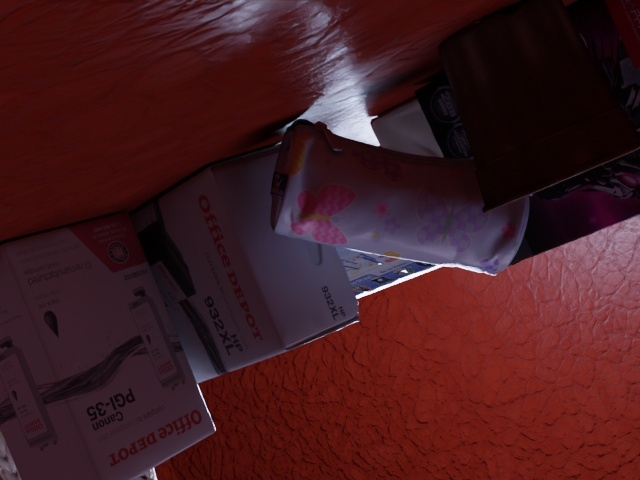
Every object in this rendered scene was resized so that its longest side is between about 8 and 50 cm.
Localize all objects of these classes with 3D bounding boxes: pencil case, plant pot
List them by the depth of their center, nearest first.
[{"bbox_3d":[0.199,-0.132,1.036,0.167,0.165,0.167,-24,179,0],"label":"plant pot"},{"bbox_3d":[0.080,-0.044,1.147,0.273,0.124,0.113,12,-175,-8],"label":"pencil case"}]

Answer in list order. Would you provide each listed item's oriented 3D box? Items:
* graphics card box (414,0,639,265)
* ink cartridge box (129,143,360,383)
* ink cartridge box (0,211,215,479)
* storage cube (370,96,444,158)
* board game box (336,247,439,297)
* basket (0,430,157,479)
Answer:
[{"bbox_3d":[0.310,-0.139,1.174,0.371,0.232,0.094,-23,-177,34],"label":"graphics card box"},{"bbox_3d":[-0.126,0.045,1.317,0.129,0.223,0.307,-21,177,-41],"label":"ink cartridge box"},{"bbox_3d":[-0.261,0.131,1.212,0.117,0.283,0.207,-24,178,32],"label":"ink cartridge box"},{"bbox_3d":[0.209,-0.115,1.411,0.215,0.183,0.193,-24,178,28],"label":"storage cube"},{"bbox_3d":[0.000,0.000,1.666,0.302,0.086,0.308,15,156,-33],"label":"board game box"},{"bbox_3d":[-0.434,0.284,1.672,0.266,0.328,0.331,-25,-154,-11],"label":"basket"}]
